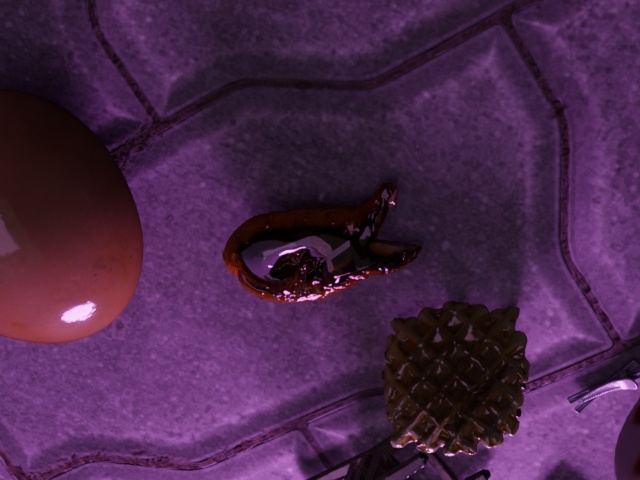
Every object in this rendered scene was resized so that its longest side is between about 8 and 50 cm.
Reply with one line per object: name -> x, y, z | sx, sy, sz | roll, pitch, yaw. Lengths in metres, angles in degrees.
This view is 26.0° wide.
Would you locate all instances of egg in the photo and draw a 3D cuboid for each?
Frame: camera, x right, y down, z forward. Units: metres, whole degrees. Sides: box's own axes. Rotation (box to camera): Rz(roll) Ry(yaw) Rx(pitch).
egg -> -0.404, -0.027, 1.867 | 0.301, 0.301, 0.374 | -22, 112, 23

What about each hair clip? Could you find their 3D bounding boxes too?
hair clip -> 0.396, 0.208, 1.928 | 0.115, 0.039, 0.030 | -34, 98, 29

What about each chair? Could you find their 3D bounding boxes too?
chair -> 0.098, 0.388, 2.036 | 0.270, 0.136, 0.147 | -34, 102, 25

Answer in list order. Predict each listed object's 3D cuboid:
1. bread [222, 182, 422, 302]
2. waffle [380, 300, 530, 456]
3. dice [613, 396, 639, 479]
bread -> -0.001, 0.008, 1.908 | 0.268, 0.095, 0.139 | -17, 113, 6
waffle -> 0.186, 0.190, 1.919 | 0.207, 0.054, 0.214 | -3, 82, 6
dice -> 0.587, 0.290, 1.788 | 0.304, 0.277, 0.304 | 37, 120, -9
